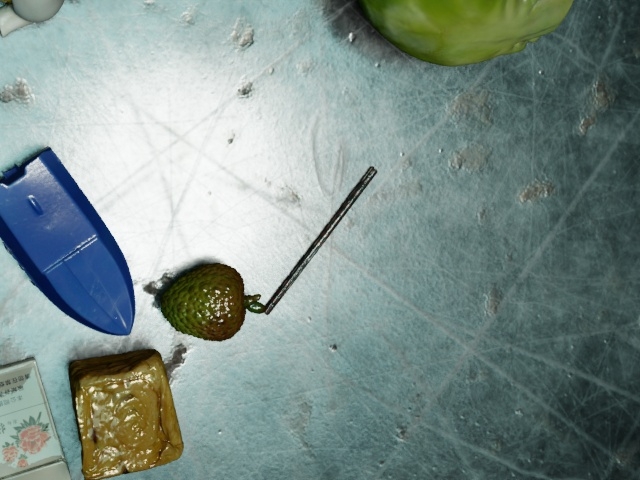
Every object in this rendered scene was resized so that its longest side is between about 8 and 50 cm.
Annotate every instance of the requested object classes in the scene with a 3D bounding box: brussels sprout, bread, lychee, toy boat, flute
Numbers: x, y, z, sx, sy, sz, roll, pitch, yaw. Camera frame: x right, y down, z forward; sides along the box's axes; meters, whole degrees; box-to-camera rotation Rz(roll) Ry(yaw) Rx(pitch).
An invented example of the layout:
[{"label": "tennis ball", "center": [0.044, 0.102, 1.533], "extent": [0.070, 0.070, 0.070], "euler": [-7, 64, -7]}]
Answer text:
[{"label": "brussels sprout", "center": [0.201, -0.393, 1.828], "extent": [0.344, 0.268, 0.344], "euler": [0, 91, -20]}, {"label": "bread", "center": [-0.274, 0.236, 1.850], "extent": [0.149, 0.143, 0.158], "euler": [-14, 103, -12]}, {"label": "lychee", "center": [-0.151, 0.089, 1.878], "extent": [0.146, 0.114, 0.114], "euler": [-3, 97, 4]}, {"label": "toy boat", "center": [-0.346, 0.019, 1.842], "extent": [0.129, 0.088, 0.295], "euler": [-36, 114, -8]}, {"label": "flute", "center": [0.000, 0.000, 1.954], "extent": [0.014, 0.014, 0.269], "euler": [38, 87, -15]}]

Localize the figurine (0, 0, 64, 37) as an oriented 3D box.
[{"label": "figurine", "center": [-0.445, -0.340, 1.739], "extent": [0.263, 0.142, 0.189], "euler": [-15, 134, -15]}]

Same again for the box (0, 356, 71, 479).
[{"label": "box", "center": [-0.425, 0.272, 1.873], "extent": [0.109, 0.029, 0.198], "euler": [-16, 99, -11]}]
